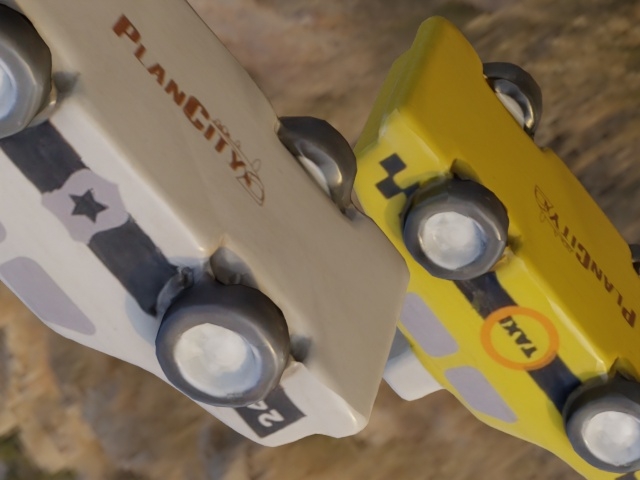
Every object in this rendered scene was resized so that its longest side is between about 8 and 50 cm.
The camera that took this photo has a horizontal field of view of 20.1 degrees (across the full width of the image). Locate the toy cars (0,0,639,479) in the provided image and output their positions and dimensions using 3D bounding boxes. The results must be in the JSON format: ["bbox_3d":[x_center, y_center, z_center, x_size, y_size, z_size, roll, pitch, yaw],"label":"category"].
[{"bbox_3d":[0.000,0.000,0.578,0.393,0.087,0.176,18,-131,-50],"label":"toy cars"}]
